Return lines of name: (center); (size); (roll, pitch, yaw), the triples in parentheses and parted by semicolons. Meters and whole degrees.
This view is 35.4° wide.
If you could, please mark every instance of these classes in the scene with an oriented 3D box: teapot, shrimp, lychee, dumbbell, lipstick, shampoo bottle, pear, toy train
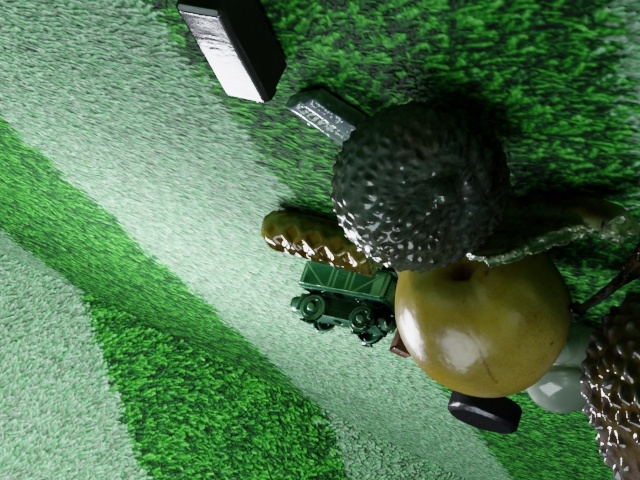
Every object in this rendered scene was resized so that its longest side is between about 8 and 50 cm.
teapot: (0.450, 0.226, 1.950); (0.220, 0.149, 0.318); (-29, 129, 32)
shrimp: (0.461, 0.067, 1.601); (0.035, 0.148, 0.195); (56, 164, 20)
lychee: (0.139, -0.081, 1.434); (0.255, 0.255, 0.274); (27, -170, -11)
dumbbell: (0.372, 0.285, 2.130); (0.153, 0.218, 0.152); (19, 160, 7)
lipstick: (0.195, 0.177, 2.157); (0.045, 0.145, 0.045); (25, 161, -7)
lychee: (0.610, 0.260, 1.559); (0.432, 0.380, 0.380); (45, 159, 0)
shampoo bottle: (-0.117, -0.278, 1.423); (0.080, 0.079, 0.246); (16, 159, 23)
pear: (0.272, 0.114, 1.699); (0.314, 0.314, 0.314); (21, 160, 8)
toy train: (0.061, 0.135, 2.188); (0.270, 0.154, 0.115); (8, 154, 36)

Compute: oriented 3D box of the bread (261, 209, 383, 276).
bread: (0.001, 0.000, 2.007); (0.270, 0.098, 0.087); (15, 117, 24)

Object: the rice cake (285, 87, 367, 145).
rice cake: (0.055, -0.168, 1.575); (0.226, 0.040, 0.085); (32, 160, -22)

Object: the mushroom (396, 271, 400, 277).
mushroom: (0.182, 0.048, 1.911); (0.087, 0.107, 0.333); (-14, 152, 5)

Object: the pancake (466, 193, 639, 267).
pancake: (0.292, -0.022, 1.502); (0.377, 0.197, 0.054); (-5, 116, 37)
